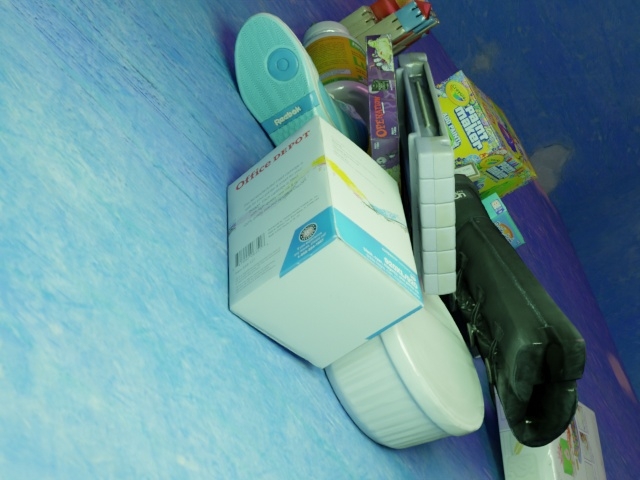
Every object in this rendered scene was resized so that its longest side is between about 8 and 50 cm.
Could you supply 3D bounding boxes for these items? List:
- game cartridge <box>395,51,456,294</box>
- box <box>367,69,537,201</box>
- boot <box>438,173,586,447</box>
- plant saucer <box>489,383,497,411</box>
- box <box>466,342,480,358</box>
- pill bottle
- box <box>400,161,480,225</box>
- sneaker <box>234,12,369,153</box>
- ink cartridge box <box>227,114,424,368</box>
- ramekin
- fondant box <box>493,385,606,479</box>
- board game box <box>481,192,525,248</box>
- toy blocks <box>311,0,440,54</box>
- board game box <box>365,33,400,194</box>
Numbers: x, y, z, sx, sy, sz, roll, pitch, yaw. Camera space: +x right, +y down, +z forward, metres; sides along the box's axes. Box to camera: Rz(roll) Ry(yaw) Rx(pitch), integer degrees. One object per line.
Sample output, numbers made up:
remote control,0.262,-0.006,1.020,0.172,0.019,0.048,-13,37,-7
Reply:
game cartridge,0.150,-0.106,1.315,0.355,0.068,0.230,-90,179,-58
box,0.239,-0.157,1.772,0.290,0.279,0.177,15,48,-62
boot,0.284,0.149,1.430,0.445,0.146,0.367,-115,-174,-53
plant saucer,0.391,0.341,1.800,0.198,0.036,0.198,49,22,-29
box,0.325,0.117,1.849,0.207,0.108,0.153,60,19,1
pill bottle,0.027,-0.305,1.678,0.136,0.136,0.245,43,26,-39
box,0.208,-0.049,1.627,0.225,0.136,0.036,88,-18,-61
sneaker,-0.025,-0.229,1.480,0.319,0.127,0.208,66,20,-12
ink cartridge box,0.000,0.000,1.124,0.168,0.171,0.232,37,30,-34
ramekin,0.105,0.160,1.238,0.273,0.127,0.273,48,24,-29
fondant box,0.437,0.408,1.656,0.330,0.096,0.238,35,46,-51
board game box,0.267,0.012,1.675,0.160,0.210,0.047,43,19,-56
toy blocks,0.145,-0.473,2.013,0.190,0.261,0.381,59,20,-2
board game box,0.103,-0.136,1.446,0.346,0.056,0.208,82,2,-57
